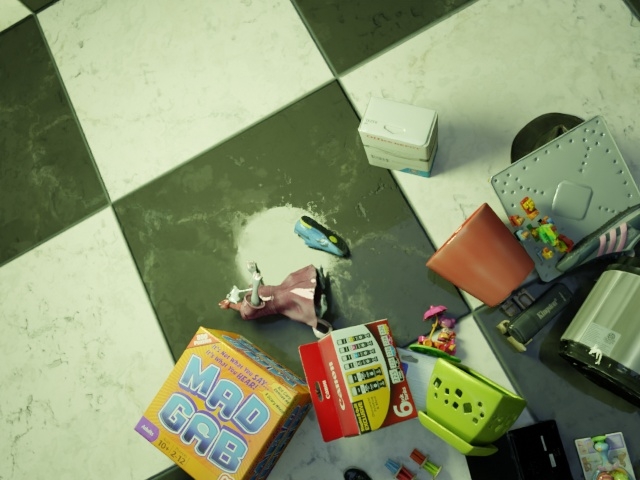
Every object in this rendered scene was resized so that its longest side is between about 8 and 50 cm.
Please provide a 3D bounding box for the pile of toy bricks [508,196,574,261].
[{"bbox_3d":[0.671,-0.026,1.745,0.118,0.105,0.212,-42,102,-17],"label":"pile of toy bricks"}]

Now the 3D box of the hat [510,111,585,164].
[{"bbox_3d":[0.780,-0.284,1.901,0.332,0.134,0.331,-3,77,12],"label":"hat"}]

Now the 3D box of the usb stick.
[{"bbox_3d":[0.676,0.220,1.786,0.278,0.045,0.077,-31,71,-29],"label":"usb stick"}]

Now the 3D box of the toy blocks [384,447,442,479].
[{"bbox_3d":[0.286,0.706,1.813,0.148,0.054,0.123,33,86,17],"label":"toy blocks"}]

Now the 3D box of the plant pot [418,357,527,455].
[{"bbox_3d":[0.436,0.500,1.719,0.227,0.228,0.207,27,91,41],"label":"plant pot"}]

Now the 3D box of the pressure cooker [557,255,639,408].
[{"bbox_3d":[0.927,0.239,1.624,0.370,0.375,0.420,32,86,19],"label":"pressure cooker"}]

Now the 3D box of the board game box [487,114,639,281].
[{"bbox_3d":[0.778,-0.128,1.825,0.390,0.050,0.390,-31,100,3],"label":"board game box"}]

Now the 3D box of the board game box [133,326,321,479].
[{"bbox_3d":[-0.269,0.525,1.812,0.356,0.356,0.356,31,85,17],"label":"board game box"}]

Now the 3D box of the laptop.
[{"bbox_3d":[0.603,0.691,1.774,0.265,0.136,0.234,-8,75,-17],"label":"laptop"}]

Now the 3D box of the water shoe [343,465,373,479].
[{"bbox_3d":[0.147,0.789,1.809,0.073,0.080,0.203,-44,73,-1],"label":"water shoe"}]

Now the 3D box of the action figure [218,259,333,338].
[{"bbox_3d":[-0.158,0.204,1.980,0.370,0.248,0.275,-13,102,7],"label":"action figure"}]

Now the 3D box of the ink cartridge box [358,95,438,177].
[{"bbox_3d":[0.266,-0.335,1.925,0.223,0.307,0.129,16,81,14],"label":"ink cartridge box"}]

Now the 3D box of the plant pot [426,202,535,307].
[{"bbox_3d":[0.510,0.059,1.821,0.243,0.275,0.275,44,89,8],"label":"plant pot"}]

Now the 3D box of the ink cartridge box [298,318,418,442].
[{"bbox_3d":[0.109,0.425,1.767,0.272,0.130,0.309,-10,72,-24],"label":"ink cartridge box"}]

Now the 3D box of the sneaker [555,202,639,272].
[{"bbox_3d":[0.874,0.025,1.765,0.319,0.112,0.131,-36,86,6],"label":"sneaker"}]

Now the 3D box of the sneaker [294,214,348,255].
[{"bbox_3d":[0.000,0.000,2.038,0.209,0.069,0.082,35,119,8],"label":"sneaker"}]

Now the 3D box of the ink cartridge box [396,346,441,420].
[{"bbox_3d":[0.273,0.457,1.877,0.206,0.045,0.208,13,81,15],"label":"ink cartridge box"}]

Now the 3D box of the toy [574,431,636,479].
[{"bbox_3d":[0.849,0.694,1.699,0.137,0.056,0.237,-14,75,10],"label":"toy"}]

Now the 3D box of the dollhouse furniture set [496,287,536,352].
[{"bbox_3d":[0.632,0.242,1.813,0.151,0.123,0.144,-41,73,0],"label":"dollhouse furniture set"}]

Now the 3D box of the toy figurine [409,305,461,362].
[{"bbox_3d":[0.385,0.291,1.870,0.173,0.130,0.159,19,71,-7],"label":"toy figurine"}]
